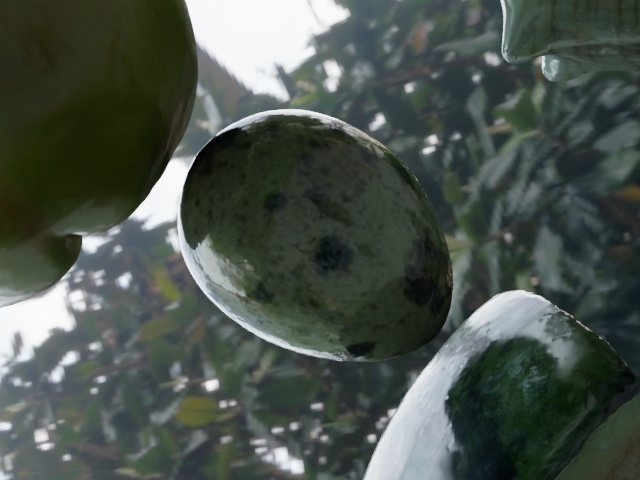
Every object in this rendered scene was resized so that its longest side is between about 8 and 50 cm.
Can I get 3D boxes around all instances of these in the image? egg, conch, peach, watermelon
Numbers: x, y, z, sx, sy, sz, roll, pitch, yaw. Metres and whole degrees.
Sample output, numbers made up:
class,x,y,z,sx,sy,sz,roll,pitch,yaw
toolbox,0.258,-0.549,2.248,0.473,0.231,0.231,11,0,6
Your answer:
class,x,y,z,sx,sy,sz,roll,pitch,yaw
egg,0.000,0.000,0.923,0.182,0.141,0.141,35,-123,-1
conch,0.115,-0.113,0.631,0.234,0.137,0.114,34,-87,-7
peach,-0.223,-0.122,0.930,0.282,0.314,0.315,-33,-83,-6
watermelon,0.128,0.198,0.958,0.250,0.283,0.292,-33,-73,6
